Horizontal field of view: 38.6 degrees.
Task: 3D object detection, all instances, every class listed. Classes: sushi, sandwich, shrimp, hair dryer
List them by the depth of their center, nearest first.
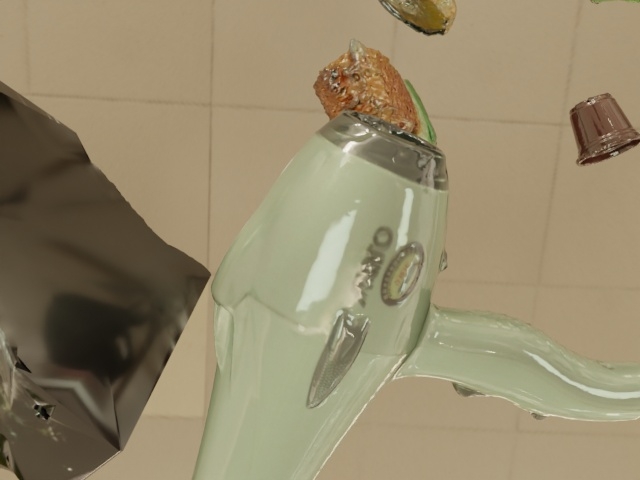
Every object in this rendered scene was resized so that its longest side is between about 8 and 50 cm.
[{"bbox_3d":[0.045,0.099,0.423,0.267,0.092,0.229,37,99,-19],"label":"hair dryer"},{"bbox_3d":[-0.246,0.054,0.663,0.227,0.215,0.212,43,117,-14],"label":"sushi"},{"bbox_3d":[0.117,-0.421,1.423,0.058,0.173,0.253,-47,105,-18],"label":"shrimp"},{"bbox_3d":[0.105,-0.238,1.652,0.162,0.250,0.301,-37,137,-13],"label":"sandwich"}]

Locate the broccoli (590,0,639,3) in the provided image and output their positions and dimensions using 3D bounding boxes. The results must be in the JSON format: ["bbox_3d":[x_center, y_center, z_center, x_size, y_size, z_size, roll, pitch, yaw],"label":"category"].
[{"bbox_3d":[0.293,-0.238,0.646,0.265,0.294,0.245,-39,103,-4],"label":"broccoli"}]

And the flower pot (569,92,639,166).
[{"bbox_3d":[0.437,-0.177,1.422,0.111,0.111,0.089,-20,79,5],"label":"flower pot"}]
